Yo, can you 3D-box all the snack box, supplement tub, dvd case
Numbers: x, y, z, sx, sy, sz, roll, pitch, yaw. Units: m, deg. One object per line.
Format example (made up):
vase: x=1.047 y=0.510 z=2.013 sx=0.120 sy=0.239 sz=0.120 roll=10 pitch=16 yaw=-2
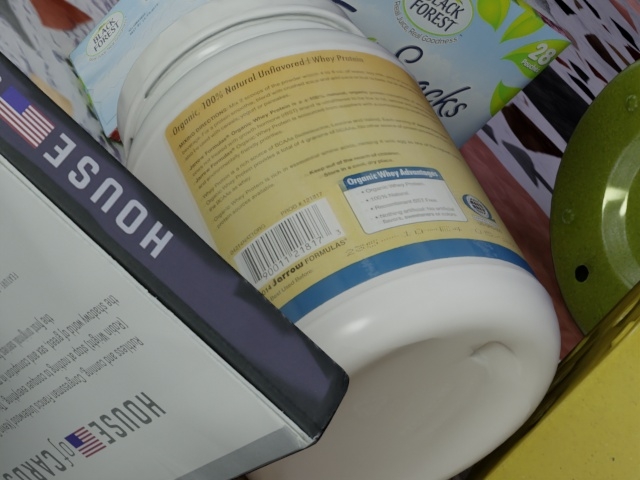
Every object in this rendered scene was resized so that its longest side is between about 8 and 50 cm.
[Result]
snack box: x=0.004 y=-0.101 z=0.891 sx=0.207 sy=0.174 sz=0.070 roll=23 pitch=30 yaw=-49
supplement tub: x=0.000 y=0.000 z=0.739 sx=0.144 sy=0.144 sz=0.200 roll=24 pitch=31 yaw=-48
dvd case: x=-0.125 y=-0.008 z=0.482 sx=0.238 sy=0.179 sz=0.029 roll=43 pitch=55 yaw=-11

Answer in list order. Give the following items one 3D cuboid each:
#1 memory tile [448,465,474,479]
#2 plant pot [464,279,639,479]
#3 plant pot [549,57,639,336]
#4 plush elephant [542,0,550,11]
memory tile: x=0.084 y=0.113 z=0.890 sx=0.148 sy=0.012 sz=0.113 roll=56 pitch=22 yaw=23
plant pot: x=0.178 y=0.125 z=0.782 sx=0.187 sy=0.212 sz=0.212 roll=42 pitch=23 yaw=4
plant pot: x=0.365 y=0.002 z=1.255 sx=0.353 sy=0.366 sz=0.366 roll=9 pitch=41 yaw=-42
plush elephant: x=0.070 y=-0.202 z=1.150 sx=0.330 sy=0.255 sz=0.272 roll=44 pitch=10 yaw=12
